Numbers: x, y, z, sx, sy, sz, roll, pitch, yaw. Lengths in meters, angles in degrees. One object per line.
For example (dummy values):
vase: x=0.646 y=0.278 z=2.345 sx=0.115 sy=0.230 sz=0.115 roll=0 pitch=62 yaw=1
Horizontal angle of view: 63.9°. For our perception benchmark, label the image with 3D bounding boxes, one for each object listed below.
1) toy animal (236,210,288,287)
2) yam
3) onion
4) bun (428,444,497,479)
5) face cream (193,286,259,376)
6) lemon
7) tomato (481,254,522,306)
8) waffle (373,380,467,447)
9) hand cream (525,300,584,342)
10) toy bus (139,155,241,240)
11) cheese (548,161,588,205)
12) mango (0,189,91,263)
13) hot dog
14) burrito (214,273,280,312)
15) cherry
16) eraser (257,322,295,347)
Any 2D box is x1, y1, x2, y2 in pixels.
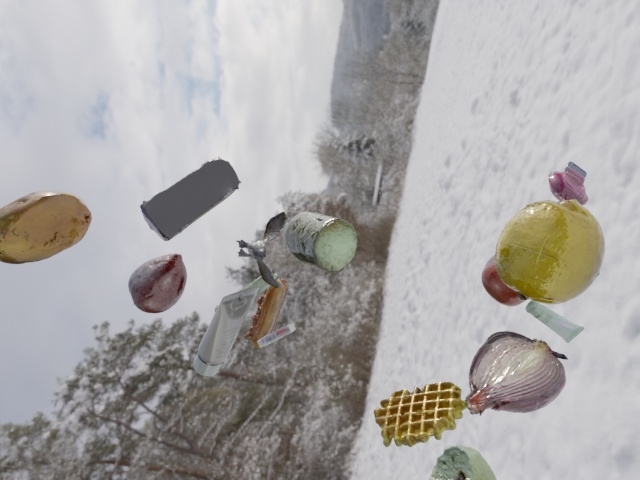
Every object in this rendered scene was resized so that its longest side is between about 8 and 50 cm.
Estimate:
toy animal: x=-0.218 y=0.018 z=1.723 sx=0.160 sy=0.197 sz=0.272 roll=-8 pitch=-66 yaw=-70
yam: x=0.000 y=0.000 z=1.861 sx=0.300 sy=0.195 sz=0.194 roll=-159 pitch=75 yaw=-65
onion: x=0.579 y=0.454 z=1.601 sx=0.267 sy=0.349 sz=0.159 roll=40 pitch=155 yaw=49
bun: x=0.334 y=0.605 z=1.233 sx=0.213 sy=0.127 sz=0.203 roll=-6 pitch=-116 yaw=-50
face cream: x=-0.284 y=0.268 z=1.500 sx=0.143 sy=0.089 sz=0.314 roll=-9 pitch=-44 yaw=-52
lemon: x=0.647 y=0.030 z=1.457 sx=0.297 sy=0.298 sz=0.296 roll=7 pitch=-90 yaw=-86
tomato: x=0.672 y=0.125 z=1.808 sx=0.208 sy=0.184 sz=0.208 roll=-34 pitch=-29 yaw=-21
waffle: x=0.311 y=0.543 z=1.642 sx=0.283 sy=0.310 sz=0.065 roll=16 pitch=133 yaw=64
hand cream: x=0.782 y=0.270 z=1.720 sx=0.078 sy=0.205 sz=0.050 roll=-54 pitch=10 yaw=21
toy bus: x=-0.499 y=-0.163 z=1.977 sx=0.386 sy=0.171 sz=0.162 roll=-40 pitch=10 yaw=-25
cheese: x=0.842 y=-0.192 z=1.734 sx=0.244 sy=0.155 sz=0.062 roll=-45 pitch=-8 yaw=-40
mango: x=-0.647 y=-0.038 z=1.173 sx=0.249 sy=0.156 sz=0.151 roll=-33 pitch=-31 yaw=-49
hot dog: x=-0.253 y=0.330 z=2.394 sx=0.158 sy=0.117 sz=0.348 roll=9 pitch=-79 yaw=-82
burrito: x=-0.312 y=0.230 z=2.203 sx=0.066 sy=0.309 sz=0.096 roll=55 pitch=173 yaw=16
cherry: x=-0.671 y=0.176 z=2.132 sx=0.300 sy=0.203 sz=0.230 roll=-48 pitch=30 yaw=1
eraser: x=-0.140 y=0.304 z=1.643 sx=0.029 sy=0.122 sz=0.052 roll=63 pitch=-165 yaw=5
